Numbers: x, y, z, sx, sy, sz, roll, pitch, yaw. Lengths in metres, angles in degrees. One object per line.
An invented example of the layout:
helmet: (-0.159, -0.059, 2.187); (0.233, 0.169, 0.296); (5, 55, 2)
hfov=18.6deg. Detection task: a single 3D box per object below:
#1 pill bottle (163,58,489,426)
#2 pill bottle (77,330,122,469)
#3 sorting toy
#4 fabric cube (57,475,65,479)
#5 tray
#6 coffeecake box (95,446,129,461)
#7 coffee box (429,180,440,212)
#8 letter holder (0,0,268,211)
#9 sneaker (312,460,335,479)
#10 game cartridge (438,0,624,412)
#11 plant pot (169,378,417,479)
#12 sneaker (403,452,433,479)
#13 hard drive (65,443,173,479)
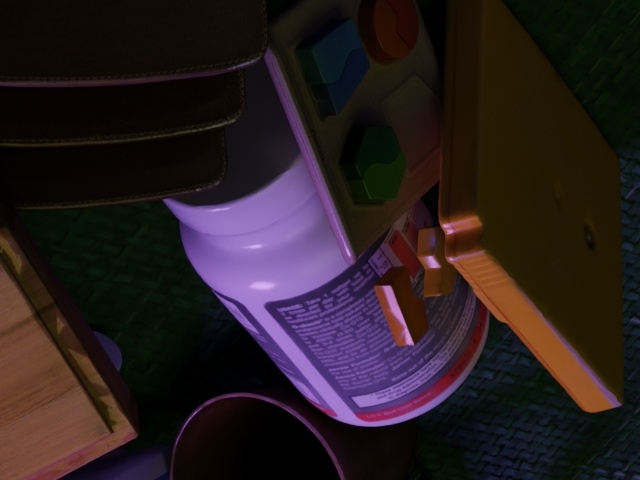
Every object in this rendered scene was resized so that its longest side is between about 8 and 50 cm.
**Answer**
pill bottle: (0.000, 0.000, 1.782); (0.210, 0.210, 0.363); (-29, 138, 7)
pill bottle: (-0.245, 0.158, 1.941); (0.078, 0.078, 0.137); (2, 133, -25)
sorting toy: (0.064, -0.081, 1.652); (0.041, 0.229, 0.307); (-6, 116, 36)
fabric cube: (-0.389, 0.153, 1.685); (0.258, 0.254, 0.259); (-23, 112, 2)
tray: (-0.369, 0.157, 1.516); (0.411, 0.076, 0.203); (-28, 111, 4)
coffeecake box: (-0.250, 0.331, 2.071); (0.185, 0.142, 0.068); (-36, 137, 15)
coffee box: (0.135, -0.032, 1.827); (0.040, 0.184, 0.113); (-28, 140, 11)
letter holder: (-0.203, -0.135, 1.511); (0.302, 0.214, 0.152); (-3, 176, -19)
sneaker: (0.003, 0.325, 2.209); (0.097, 0.084, 0.234); (-15, 147, 5)
game cartridge: (0.194, -0.037, 1.782); (0.053, 0.285, 0.324); (-14, 143, 27)
plant pot: (-0.001, 0.227, 2.014); (0.230, 0.215, 0.215); (-23, 154, -55)
sneaker: (0.093, 0.280, 2.215); (0.067, 0.078, 0.188); (-31, 138, 9)
hard drive: (-0.285, 0.265, 1.888); (0.210, 0.040, 0.319); (-16, -179, 16)
